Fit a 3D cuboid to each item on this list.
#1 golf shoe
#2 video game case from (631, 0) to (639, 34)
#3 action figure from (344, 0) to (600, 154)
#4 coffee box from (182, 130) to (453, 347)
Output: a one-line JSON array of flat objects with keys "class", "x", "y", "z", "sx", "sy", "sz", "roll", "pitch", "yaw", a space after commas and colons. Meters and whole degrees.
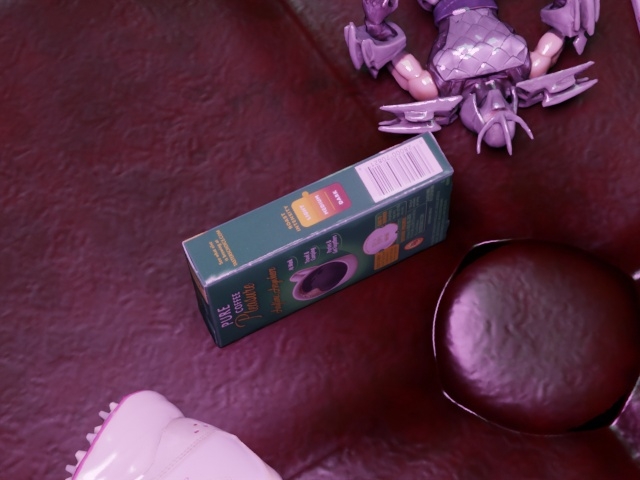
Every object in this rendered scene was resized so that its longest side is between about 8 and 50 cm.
[{"class": "golf shoe", "x": -0.122, "y": 0.242, "z": 0.873, "sx": 0.140, "sy": 0.115, "sz": 0.306, "roll": 21, "pitch": 68, "yaw": 8}, {"class": "video game case", "x": 0.362, "y": -0.122, "z": 1.075, "sx": 0.227, "sy": 0.026, "sz": 0.206, "roll": -7, "pitch": 64, "yaw": -1}, {"class": "action figure", "x": 0.101, "y": -0.189, "z": 1.078, "sx": 0.185, "sy": 0.099, "sz": 0.285, "roll": -8, "pitch": 68, "yaw": -12}, {"class": "coffee box", "x": 0.000, "y": 0.000, "z": 0.981, "sx": 0.184, "sy": 0.113, "sz": 0.040, "roll": -26, "pitch": 68, "yaw": -8}]
